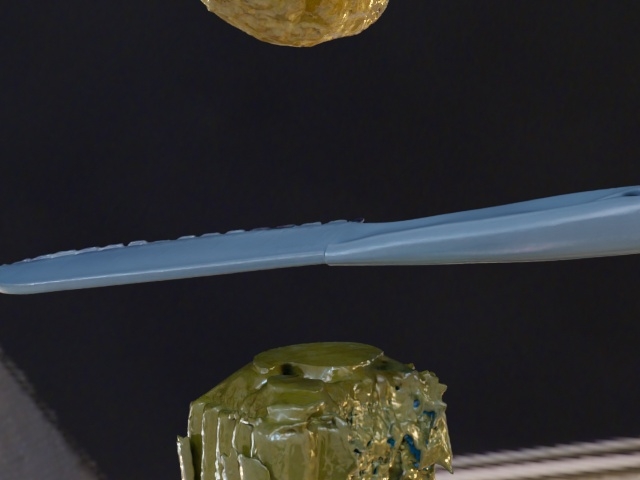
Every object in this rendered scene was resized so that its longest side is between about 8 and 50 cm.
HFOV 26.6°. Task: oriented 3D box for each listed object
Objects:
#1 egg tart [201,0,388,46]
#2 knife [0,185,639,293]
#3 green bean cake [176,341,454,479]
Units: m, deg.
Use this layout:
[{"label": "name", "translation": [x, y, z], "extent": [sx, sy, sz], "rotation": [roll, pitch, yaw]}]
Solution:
[{"label": "egg tart", "translation": [-0.018, -0.355, 1.377], "extent": [0.319, 0.319, 0.128], "rotation": [32, -27, -19]}, {"label": "knife", "translation": [0.000, 0.000, 0.482], "extent": [0.313, 0.044, 0.019], "rotation": [-6, -69, 25]}, {"label": "green bean cake", "translation": [0.014, 0.224, 1.552], "extent": [0.310, 0.202, 0.285], "rotation": [-6, 3, -27]}]
